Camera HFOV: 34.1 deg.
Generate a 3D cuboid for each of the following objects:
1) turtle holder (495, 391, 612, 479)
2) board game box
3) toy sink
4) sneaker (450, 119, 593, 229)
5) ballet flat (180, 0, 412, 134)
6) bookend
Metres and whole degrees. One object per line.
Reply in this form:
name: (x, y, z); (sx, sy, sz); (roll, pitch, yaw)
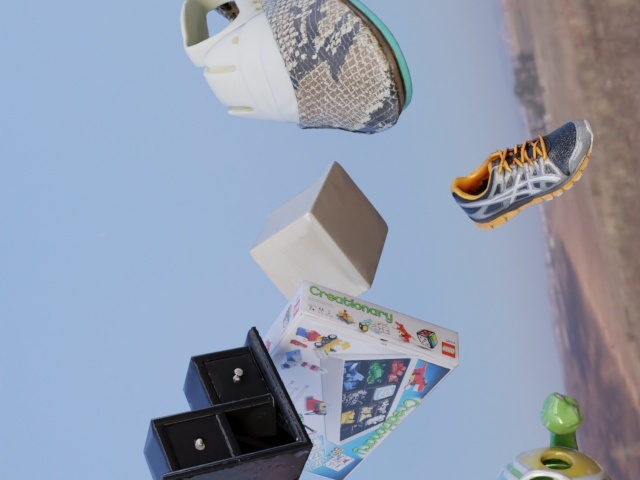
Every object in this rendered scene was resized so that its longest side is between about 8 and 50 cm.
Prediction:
turtle holder: (0.420, 0.456, 1.813); (0.243, 0.320, 0.227); (34, 173, 28)
board game box: (0.006, 0.179, 1.243); (0.305, 0.193, 0.053); (125, 159, -44)
toy sink: (0.000, 0.000, 1.652); (0.152, 0.131, 0.234); (51, -157, -14)
sneaker: (0.264, -0.092, 1.377); (0.083, 0.215, 0.084); (33, -145, -29)
ballet flat: (-0.057, -0.224, 1.152); (0.482, 0.182, 0.164); (-118, 11, -55)
bookend: (-0.113, 0.180, 1.054); (0.157, 0.156, 0.072); (61, 147, 36)
